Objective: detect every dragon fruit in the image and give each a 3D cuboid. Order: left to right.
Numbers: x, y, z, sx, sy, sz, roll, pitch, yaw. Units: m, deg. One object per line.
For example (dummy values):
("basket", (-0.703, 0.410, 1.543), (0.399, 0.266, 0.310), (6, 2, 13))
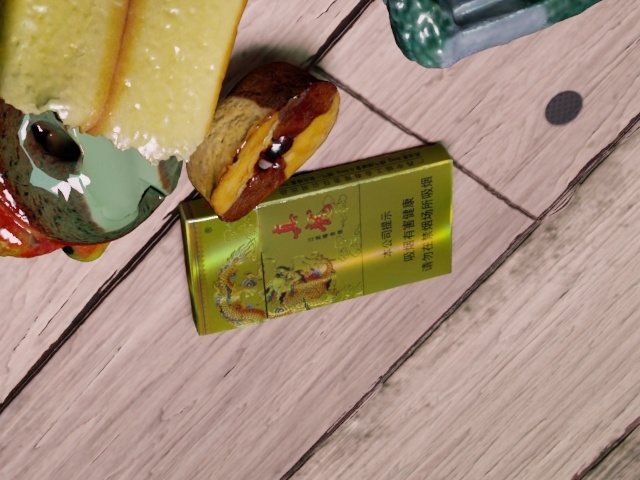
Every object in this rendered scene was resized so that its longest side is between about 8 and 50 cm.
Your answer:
("dragon fruit", (-0.239, -0.105, 1.686), (0.268, 0.130, 0.295), (-45, 131, -37))

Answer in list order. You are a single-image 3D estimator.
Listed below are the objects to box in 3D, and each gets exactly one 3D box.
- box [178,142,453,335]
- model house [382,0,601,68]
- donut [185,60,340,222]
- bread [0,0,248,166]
("box", (0.000, 0.000, 1.969), (0.311, 0.043, 0.173), (-13, 130, -12))
("model house", (0.156, -0.387, 1.576), (0.294, 0.252, 0.329), (-20, 136, -7))
("donut", (-0.064, -0.108, 1.802), (0.184, 0.073, 0.166), (-48, 163, -7))
("bread", (-0.181, -0.264, 1.471), (0.233, 0.245, 0.362), (14, 94, -30))
